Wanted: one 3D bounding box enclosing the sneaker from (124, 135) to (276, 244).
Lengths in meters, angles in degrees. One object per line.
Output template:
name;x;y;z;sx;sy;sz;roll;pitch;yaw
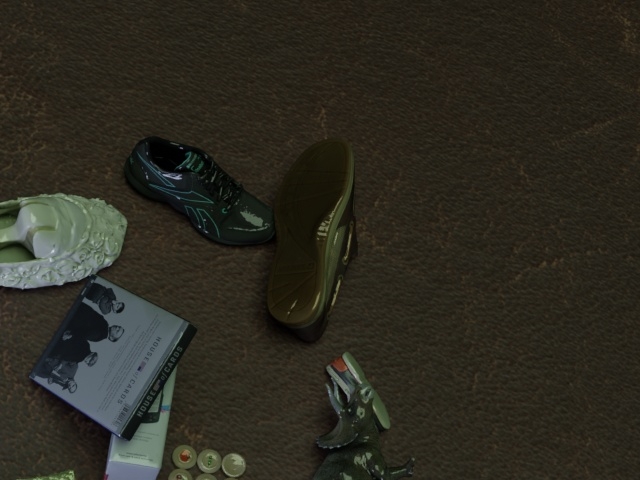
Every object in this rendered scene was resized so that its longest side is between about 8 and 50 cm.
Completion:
sneaker;-0.186;-0.079;1.962;0.267;0.106;0.101;25;56;-4

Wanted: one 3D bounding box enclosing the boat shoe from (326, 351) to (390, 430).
boat shoe;0.059;0.239;1.904;0.043;0.049;0.137;-36;77;14

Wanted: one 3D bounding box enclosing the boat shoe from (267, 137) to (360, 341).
boat shoe;0.000;0.000;1.979;0.123;0.123;0.342;-5;59;23

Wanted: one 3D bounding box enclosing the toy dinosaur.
toy dinosaur;0.044;0.373;1.803;0.160;0.121;0.313;16;63;5

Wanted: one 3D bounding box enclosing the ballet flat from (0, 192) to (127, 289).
ballet flat;-0.474;-0.001;1.815;0.409;0.147;0.147;-9;66;-22

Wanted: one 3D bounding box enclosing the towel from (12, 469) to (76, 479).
towel;-0.400;0.379;1.695;0.148;0.027;0.110;-7;66;-22

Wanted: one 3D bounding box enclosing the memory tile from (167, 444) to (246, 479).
memory tile;-0.169;0.371;1.779;0.113;0.012;0.148;13;59;-10

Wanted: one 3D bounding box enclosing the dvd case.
dvd case;-0.294;0.158;1.724;0.239;0.029;0.179;21;76;43

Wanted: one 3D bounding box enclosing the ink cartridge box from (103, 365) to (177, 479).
ink cartridge box;-0.255;0.255;1.747;0.072;0.127;0.175;11;59;-9
